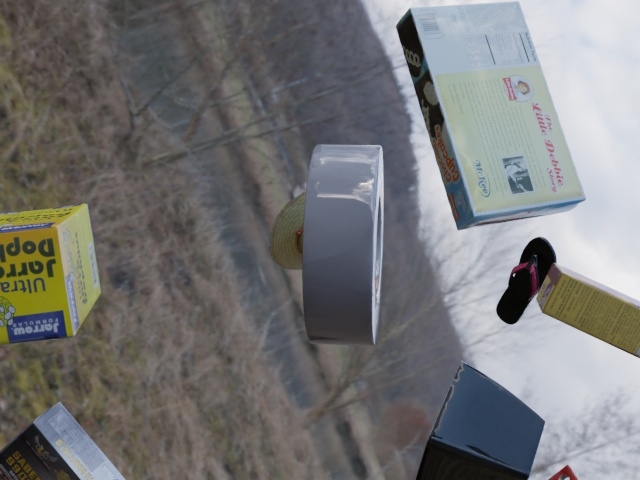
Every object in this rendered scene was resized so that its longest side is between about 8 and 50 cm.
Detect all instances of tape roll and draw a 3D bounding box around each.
[{"bbox_3d":[0.029,0.004,0.941,0.219,0.072,0.219,1,90,-83],"label":"tape roll"}]

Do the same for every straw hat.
[{"bbox_3d":[0.000,0.000,1.239,0.061,0.144,0.144,50,-16,44],"label":"straw hat"}]

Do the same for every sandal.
[{"bbox_3d":[0.360,0.076,1.525,0.067,0.040,0.179,39,-60,31],"label":"sandal"}]

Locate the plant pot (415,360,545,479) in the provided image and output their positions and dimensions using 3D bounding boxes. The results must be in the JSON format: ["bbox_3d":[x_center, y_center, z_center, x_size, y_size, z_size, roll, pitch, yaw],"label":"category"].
[{"bbox_3d":[0.267,0.350,1.433,0.187,0.167,0.188,-55,160,-45],"label":"plant pot"}]

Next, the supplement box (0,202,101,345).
[{"bbox_3d":[-0.530,0.053,1.569,0.356,0.194,0.195,-130,-147,-78],"label":"supplement box"}]

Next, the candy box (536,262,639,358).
[{"bbox_3d":[0.331,0.088,0.928,0.187,0.053,0.109,26,8,7],"label":"candy box"}]

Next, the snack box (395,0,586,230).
[{"bbox_3d":[0.241,-0.184,1.228,0.060,0.187,0.321,135,-56,-65],"label":"snack box"}]

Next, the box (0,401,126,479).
[{"bbox_3d":[-0.364,0.370,1.262,0.231,0.183,0.056,50,40,-1],"label":"box"}]

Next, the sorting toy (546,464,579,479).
[{"bbox_3d":[0.153,0.315,0.800,0.046,0.274,0.132,41,17,-30],"label":"sorting toy"}]
